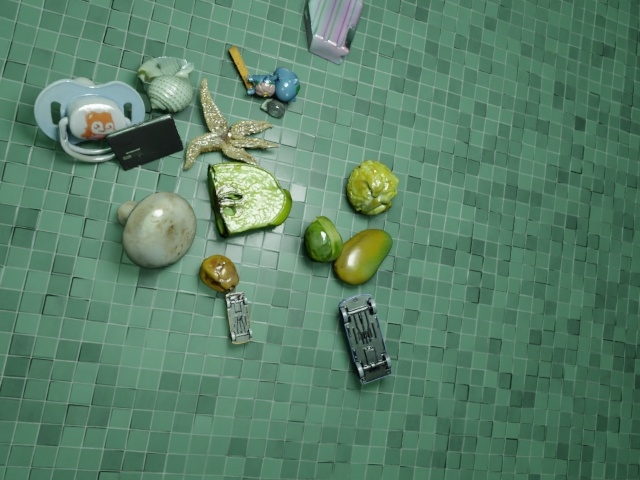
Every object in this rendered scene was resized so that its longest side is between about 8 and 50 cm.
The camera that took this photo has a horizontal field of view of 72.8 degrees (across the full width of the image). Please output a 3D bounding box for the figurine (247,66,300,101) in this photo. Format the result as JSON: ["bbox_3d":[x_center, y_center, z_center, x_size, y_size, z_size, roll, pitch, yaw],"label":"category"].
[{"bbox_3d":[-0.158,-0.539,1.472,0.178,0.114,0.145,-1,47,-6],"label":"figurine"}]

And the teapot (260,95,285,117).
[{"bbox_3d":[-0.162,-0.471,1.518,0.087,0.066,0.057,9,62,8],"label":"teapot"}]

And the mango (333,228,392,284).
[{"bbox_3d":[0.154,0.050,1.533,0.251,0.114,0.156,-43,94,-13],"label":"mango"}]

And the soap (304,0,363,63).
[{"bbox_3d":[0.048,-0.836,1.571,0.192,0.109,0.324,19,82,-14],"label":"soap"}]

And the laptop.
[{"bbox_3d":[-0.543,-0.307,1.358,0.207,0.154,0.026,-25,64,-16],"label":"laptop"}]

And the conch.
[{"bbox_3d":[-0.483,-0.490,1.393,0.172,0.131,0.200,26,49,12],"label":"conch"}]

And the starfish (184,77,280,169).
[{"bbox_3d":[-0.282,-0.354,1.462,0.293,0.084,0.302,11,87,-18],"label":"starfish"}]

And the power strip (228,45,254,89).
[{"bbox_3d":[-0.269,-0.585,1.498,0.028,0.049,0.178,-27,93,-9],"label":"power strip"}]

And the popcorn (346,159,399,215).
[{"bbox_3d":[0.190,-0.180,1.542,0.212,0.197,0.198,26,79,-39],"label":"popcorn"}]

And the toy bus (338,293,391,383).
[{"bbox_3d":[0.146,0.330,1.502,0.125,0.133,0.293,-16,93,-10],"label":"toy bus"}]

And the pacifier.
[{"bbox_3d":[-0.701,-0.400,1.315,0.299,0.244,0.233,-11,56,-37],"label":"pacifier"}]

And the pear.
[{"bbox_3d":[-0.230,-0.145,1.421,0.255,0.164,0.239,-15,87,-18],"label":"pear"}]

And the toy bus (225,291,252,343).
[{"bbox_3d":[-0.272,0.253,1.423,0.069,0.074,0.162,-7,86,-23],"label":"toy bus"}]

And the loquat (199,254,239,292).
[{"bbox_3d":[-0.322,0.109,1.393,0.113,0.137,0.137,-43,97,-18],"label":"loquat"}]

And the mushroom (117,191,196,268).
[{"bbox_3d":[-0.513,-0.043,1.330,0.243,0.243,0.244,1,86,-15],"label":"mushroom"}]

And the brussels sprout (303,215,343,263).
[{"bbox_3d":[0.004,0.006,1.458,0.131,0.183,0.146,-31,73,-11],"label":"brussels sprout"}]
